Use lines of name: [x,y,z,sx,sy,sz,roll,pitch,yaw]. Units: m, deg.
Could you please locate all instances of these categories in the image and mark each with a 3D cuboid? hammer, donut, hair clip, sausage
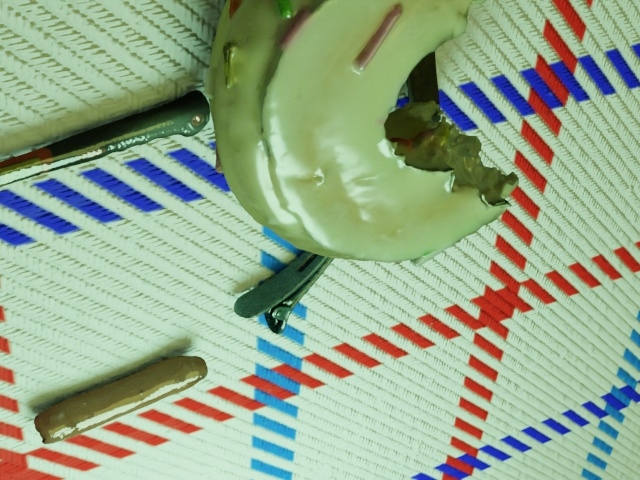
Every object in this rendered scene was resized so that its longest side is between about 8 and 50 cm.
hammer: [-0.228,-0.070,0.864,0.288,0.033,0.111,-21,135,-22]
donut: [0.044,-0.141,0.896,0.307,0.150,0.371,-16,134,-17]
hammer: [0.089,-0.226,0.971,0.125,0.027,0.297,-23,135,-13]
hair clip: [0.000,0.000,1.096,0.229,0.039,0.070,-52,138,4]
sausage: [-0.207,0.163,1.069,0.186,0.043,0.043,-20,134,-21]
